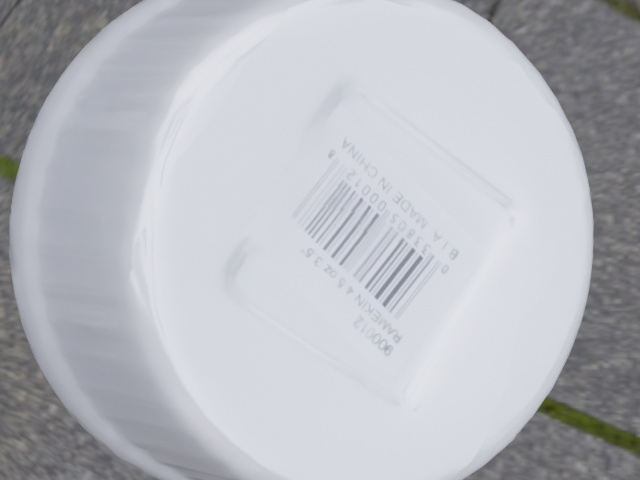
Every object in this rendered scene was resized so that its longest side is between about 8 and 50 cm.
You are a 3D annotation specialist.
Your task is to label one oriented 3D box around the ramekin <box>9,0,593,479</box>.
[{"bbox_3d":[0.000,0.000,0.872,0.277,0.135,0.277,-1,93,-27],"label":"ramekin"}]
